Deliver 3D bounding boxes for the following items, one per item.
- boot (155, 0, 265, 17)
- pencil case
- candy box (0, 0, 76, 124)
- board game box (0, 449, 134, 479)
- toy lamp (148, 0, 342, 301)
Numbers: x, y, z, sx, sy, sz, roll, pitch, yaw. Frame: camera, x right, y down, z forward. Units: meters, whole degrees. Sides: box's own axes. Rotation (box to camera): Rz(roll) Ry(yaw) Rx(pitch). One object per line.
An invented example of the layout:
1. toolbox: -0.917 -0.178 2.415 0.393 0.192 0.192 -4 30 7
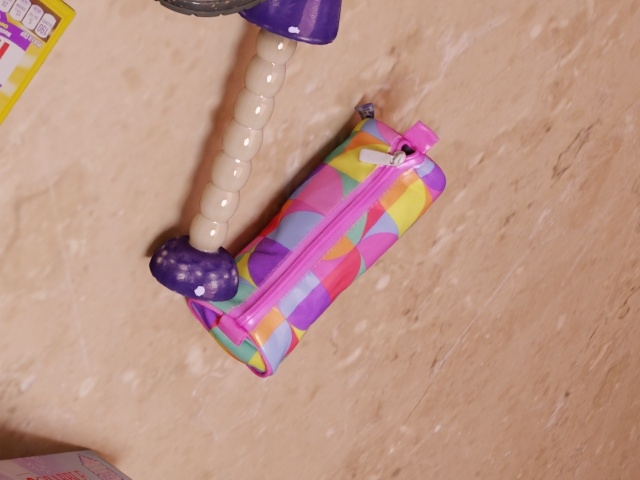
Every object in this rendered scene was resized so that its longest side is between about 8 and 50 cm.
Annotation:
1. boot: -0.021 -0.254 0.795 0.246 0.083 0.161 -44 157 -35
2. pencil case: 0.000 0.000 1.060 0.236 0.104 0.104 -48 148 -14
3. candy box: -0.227 -0.128 0.701 0.105 0.027 0.206 -54 149 3
4. board game box: -0.273 0.295 0.891 0.318 0.066 0.318 -55 169 -2
5. toy lamp: -0.050 -0.088 0.929 0.080 0.080 0.274 -8 124 -51
